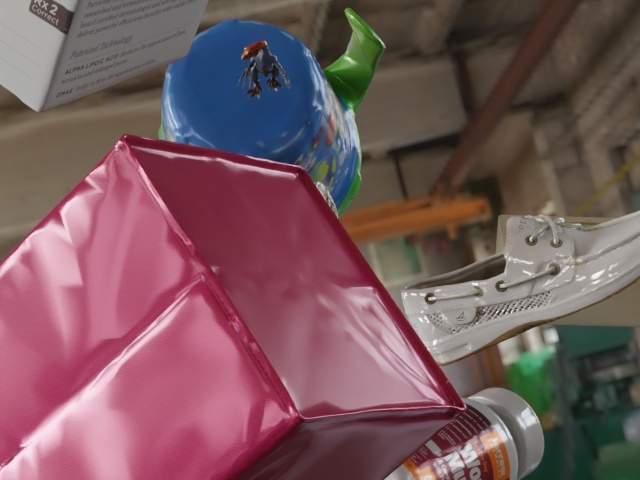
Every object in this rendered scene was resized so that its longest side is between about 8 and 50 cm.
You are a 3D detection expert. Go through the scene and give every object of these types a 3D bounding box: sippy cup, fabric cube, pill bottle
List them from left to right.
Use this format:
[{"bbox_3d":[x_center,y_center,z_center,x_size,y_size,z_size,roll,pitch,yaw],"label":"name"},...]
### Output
[{"bbox_3d":[-0.098,0.109,1.259,0.258,0.259,0.254,-42,-24,21],"label":"fabric cube"},{"bbox_3d":[-0.075,-0.122,1.795,0.240,0.305,0.224,13,-15,7],"label":"sippy cup"},{"bbox_3d":[0.121,0.229,1.675,0.221,0.121,0.121,-21,-3,-43],"label":"pill bottle"}]

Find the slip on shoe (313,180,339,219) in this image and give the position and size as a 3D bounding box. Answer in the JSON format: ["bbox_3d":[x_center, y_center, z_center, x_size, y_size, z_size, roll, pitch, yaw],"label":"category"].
[{"bbox_3d":[0.000,0.000,1.528,0.041,0.051,0.135,-12,-38,10],"label":"slip on shoe"}]

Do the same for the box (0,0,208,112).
[{"bbox_3d":[-0.184,-0.196,1.110,0.182,0.181,0.119,-32,-30,-56],"label":"box"}]

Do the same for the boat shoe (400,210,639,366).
[{"bbox_3d":[0.199,0.021,1.532,0.277,0.096,0.098,-27,8,17],"label":"boat shoe"}]

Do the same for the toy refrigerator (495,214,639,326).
[{"bbox_3d":[0.329,0.030,1.821,0.269,0.094,0.102,2,27,2],"label":"toy refrigerator"}]

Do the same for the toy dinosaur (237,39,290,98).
[{"bbox_3d":[-0.060,-0.171,1.593,0.047,0.090,0.082,-11,-40,-6],"label":"toy dinosaur"}]
